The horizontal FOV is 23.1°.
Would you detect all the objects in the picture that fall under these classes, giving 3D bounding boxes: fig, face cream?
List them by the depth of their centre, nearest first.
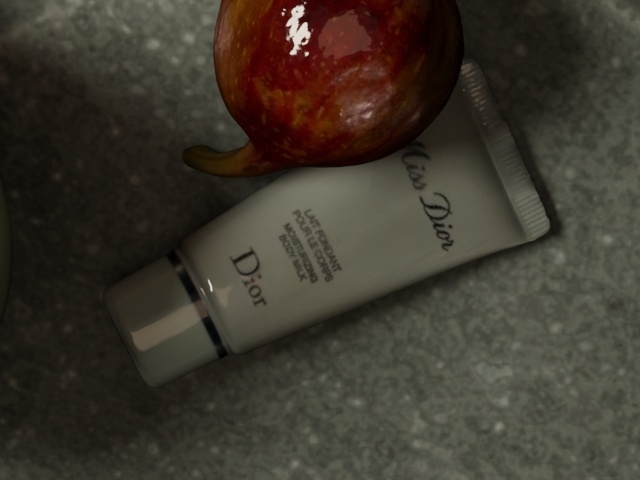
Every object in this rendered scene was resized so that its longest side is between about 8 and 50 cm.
[{"bbox_3d":[-0.005,-0.106,1.039,0.175,0.175,0.207,29,100,-7],"label":"fig"},{"bbox_3d":[0.000,0.000,1.108,0.314,0.089,0.143,-28,98,-8],"label":"face cream"}]

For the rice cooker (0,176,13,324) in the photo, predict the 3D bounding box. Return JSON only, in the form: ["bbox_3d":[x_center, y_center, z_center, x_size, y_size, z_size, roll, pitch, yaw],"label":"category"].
[{"bbox_3d":[-0.366,-0.029,0.957,0.335,0.325,0.335,-7,112,-17],"label":"rice cooker"}]
